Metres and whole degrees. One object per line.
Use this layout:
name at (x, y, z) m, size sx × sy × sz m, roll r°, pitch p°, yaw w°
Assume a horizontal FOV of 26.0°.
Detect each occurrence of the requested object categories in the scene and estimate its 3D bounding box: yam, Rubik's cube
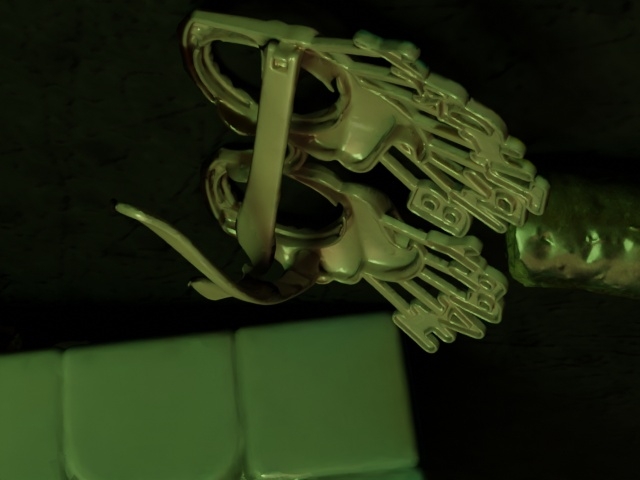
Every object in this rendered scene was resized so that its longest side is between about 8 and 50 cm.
yam at (0.217, -0.003, 0.614) m, size 0.274 × 0.061 × 0.061 m, roll 1°, pitch 150°, yaw 5°
Rubik's cube at (-0.077, 0.239, 0.813) m, size 0.291 × 0.290 × 0.291 m, roll -5°, pitch 152°, yaw -3°

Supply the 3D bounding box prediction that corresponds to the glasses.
glasses at (0.008, -0.004, 0.585) m, size 0.162 × 0.095 × 0.255 m, roll 15°, pitch 157°, yaw 9°

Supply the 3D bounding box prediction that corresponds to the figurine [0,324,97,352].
figurine at (-0.184, 0.074, 0.839) m, size 0.109 × 0.047 × 0.064 m, roll -8°, pitch 141°, yaw 7°
